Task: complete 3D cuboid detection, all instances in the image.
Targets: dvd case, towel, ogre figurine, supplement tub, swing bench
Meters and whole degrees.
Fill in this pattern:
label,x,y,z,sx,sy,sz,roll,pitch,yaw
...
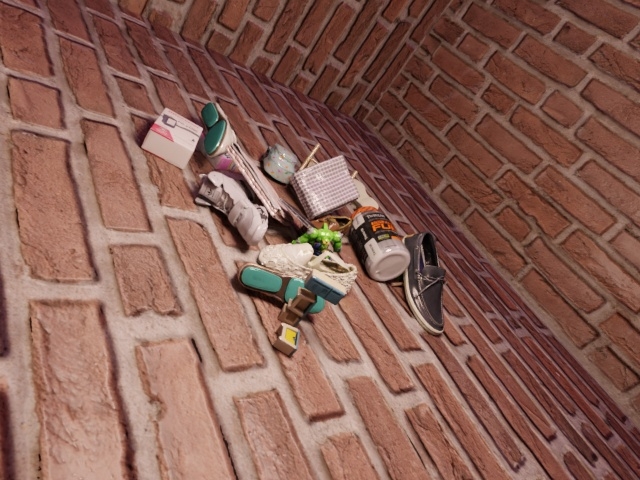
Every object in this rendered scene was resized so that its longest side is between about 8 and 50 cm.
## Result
label,x,y,z,sx,sy,sz,roll,pitch,yaw
dvd case,-0.075,-0.089,1.706,0.164,0.018,0.221,43,4,16
towel,-0.231,-0.215,1.692,0.332,0.053,0.317,56,1,7
towel,0.029,-0.251,1.985,0.283,0.121,0.235,-26,87,-23
ogre figurine,0.000,0.000,1.631,0.197,0.118,0.097,23,48,-6
supplement tub,0.261,0.005,1.980,0.207,0.207,0.338,18,33,-35
swing bench,0.002,-0.297,2.141,0.253,0.165,0.255,36,68,-9

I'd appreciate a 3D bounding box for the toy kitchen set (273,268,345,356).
label,x,y,z,sx,sy,sz,roll,pitch,yaw
toy kitchen set,-0.031,0.227,1.271,0.122,0.207,0.166,30,28,-14

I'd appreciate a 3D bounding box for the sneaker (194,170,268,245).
label,x,y,z,sx,sy,sz,roll,pitch,yaw
sneaker,-0.328,-0.122,1.533,0.210,0.137,0.366,18,28,-35

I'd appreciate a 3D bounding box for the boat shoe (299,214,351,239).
label,x,y,z,sx,sy,sz,roll,pitch,yaw
boat shoe,0.027,-0.067,1.912,0.111,0.104,0.307,51,31,18

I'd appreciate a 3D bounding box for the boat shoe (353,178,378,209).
label,x,y,z,sx,sy,sz,roll,pitch,yaw
boat shoe,0.227,-0.240,2.447,0.109,0.091,0.305,-21,53,-17

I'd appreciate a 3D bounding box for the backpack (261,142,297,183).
label,x,y,z,sx,sy,sz,roll,pitch,yaw
backpack,-0.195,-0.373,2.075,0.165,0.144,0.188,31,30,-27

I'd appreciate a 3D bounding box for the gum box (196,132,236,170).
label,x,y,z,sx,sy,sz,roll,pitch,yaw
gum box,-0.454,-0.389,1.861,0.188,0.062,0.107,49,29,20

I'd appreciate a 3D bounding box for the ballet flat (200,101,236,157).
label,x,y,z,sx,sy,sz,roll,pitch,yaw
ballet flat,-0.421,-0.457,1.816,0.139,0.139,0.400,19,32,-34

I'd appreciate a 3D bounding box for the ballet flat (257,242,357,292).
label,x,y,z,sx,sy,sz,roll,pitch,yaw
ballet flat,-0.032,0.079,1.586,0.408,0.147,0.147,22,31,-29

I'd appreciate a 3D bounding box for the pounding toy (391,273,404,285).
label,x,y,z,sx,sy,sz,roll,pitch,yaw
pounding toy,0.381,0.113,2.070,0.182,0.110,0.237,14,35,-39

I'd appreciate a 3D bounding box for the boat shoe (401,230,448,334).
label,x,y,z,sx,sy,sz,roll,pitch,yaw
boat shoe,0.488,0.178,1.952,0.186,0.156,0.501,19,54,-35

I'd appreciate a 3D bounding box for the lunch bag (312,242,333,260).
label,x,y,z,sx,sy,sz,roll,pitch,yaw
lunch bag,0.001,0.067,1.711,0.098,0.067,0.065,29,44,-10

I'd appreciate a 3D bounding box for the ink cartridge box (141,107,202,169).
label,x,y,z,sx,sy,sz,roll,pitch,yaw
ink cartridge box,-0.581,-0.408,1.691,0.171,0.100,0.237,28,29,-22

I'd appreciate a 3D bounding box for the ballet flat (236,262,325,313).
label,x,y,z,sx,sy,sz,roll,pitch,yaw
ballet flat,-0.128,0.147,1.399,0.316,0.108,0.106,29,-7,-20
